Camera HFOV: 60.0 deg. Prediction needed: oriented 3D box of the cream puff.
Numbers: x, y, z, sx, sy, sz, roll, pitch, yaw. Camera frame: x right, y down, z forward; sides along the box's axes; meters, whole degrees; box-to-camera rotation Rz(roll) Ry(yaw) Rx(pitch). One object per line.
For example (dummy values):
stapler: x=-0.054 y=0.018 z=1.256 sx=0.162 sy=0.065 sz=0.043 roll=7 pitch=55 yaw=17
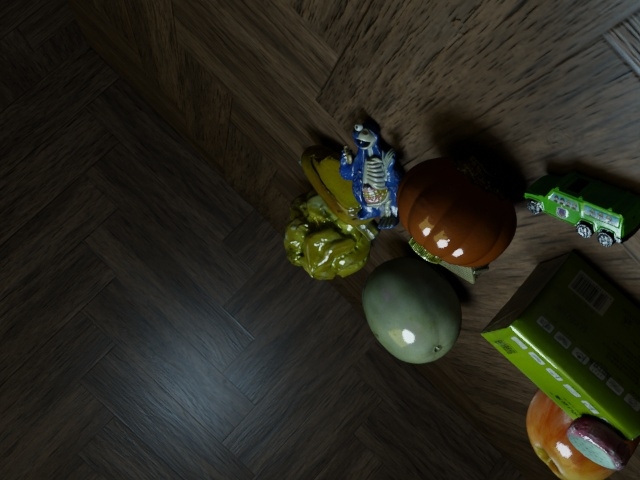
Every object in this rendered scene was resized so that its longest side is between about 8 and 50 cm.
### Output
cream puff: x=-0.001 y=-0.001 z=1.841 sx=0.324 sy=0.257 sz=0.291 roll=39 pitch=163 yaw=23

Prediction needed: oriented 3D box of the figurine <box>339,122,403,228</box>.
figurine: x=0.125 y=-0.154 z=1.255 sx=0.164 sy=0.121 sz=0.262 roll=29 pitch=145 yaw=30

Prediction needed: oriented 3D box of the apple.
apple: x=0.618 y=0.448 z=1.334 sx=0.242 sy=0.241 sz=0.242 roll=40 pitch=170 yaw=9

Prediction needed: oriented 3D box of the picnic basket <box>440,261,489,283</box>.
picnic basket: x=0.314 y=0.009 z=1.233 sx=0.115 sy=0.079 sz=0.164 roll=36 pitch=165 yaw=36

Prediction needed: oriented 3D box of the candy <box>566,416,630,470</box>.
candy: x=0.482 y=0.352 z=0.963 sx=0.103 sy=0.043 sz=0.103 roll=39 pitch=162 yaw=15

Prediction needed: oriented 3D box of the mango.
mango: x=0.049 y=-0.150 z=1.459 sx=0.262 sy=0.130 sz=0.167 roll=49 pitch=174 yaw=5

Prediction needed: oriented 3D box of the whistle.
whistle: x=0.057 y=-0.129 z=1.658 sx=0.326 sy=0.057 sz=0.068 roll=46 pitch=149 yaw=-14

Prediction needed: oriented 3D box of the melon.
melon: x=0.258 y=0.188 z=1.591 sx=0.268 sy=0.269 sz=0.330 roll=55 pitch=-176 yaw=-43

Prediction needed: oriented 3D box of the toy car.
toy car: x=0.384 y=-0.056 z=0.815 sx=0.165 sy=0.071 sz=0.062 roll=34 pitch=149 yaw=41

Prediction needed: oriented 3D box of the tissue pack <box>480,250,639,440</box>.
tissue pack: x=0.478 y=0.190 z=1.019 sx=0.275 sy=0.200 sz=0.167 roll=43 pitch=166 yaw=5

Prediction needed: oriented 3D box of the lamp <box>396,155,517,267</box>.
lamp: x=0.241 y=-0.053 z=0.988 sx=0.223 sy=0.196 sz=0.223 roll=26 pitch=-154 yaw=-14
